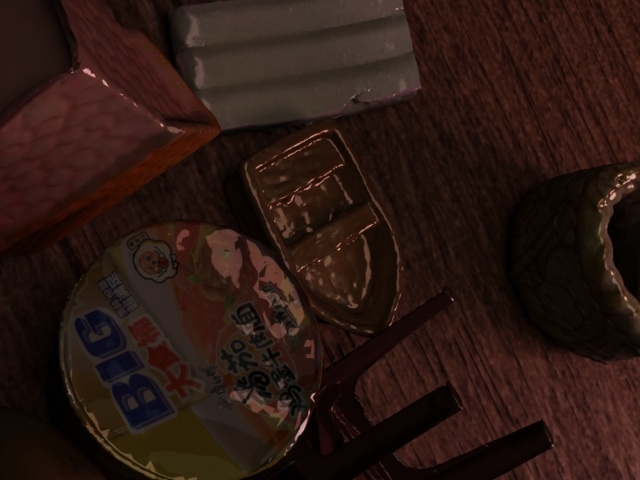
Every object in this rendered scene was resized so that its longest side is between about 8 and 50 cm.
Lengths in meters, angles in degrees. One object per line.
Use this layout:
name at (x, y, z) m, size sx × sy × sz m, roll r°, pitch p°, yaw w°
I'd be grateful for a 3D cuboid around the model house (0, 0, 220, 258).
model house at (-0.229, -0.113, 1.145) m, size 0.237 × 0.202 × 0.237 m, roll 58°, pitch 11°, yaw 30°

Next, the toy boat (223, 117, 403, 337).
toy boat at (0.000, 0.000, 1.322) m, size 0.116 × 0.061 × 0.188 m, roll -29°, pitch 96°, yaw -30°

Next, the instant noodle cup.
instant noodle cup at (-0.114, 0.103, 1.178) m, size 0.205 × 0.153 × 0.205 m, roll 8°, pitch 68°, yaw -19°

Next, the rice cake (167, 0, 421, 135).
rice cake at (-0.020, -0.158, 1.345) m, size 0.237 × 0.043 × 0.127 m, roll -11°, pitch 87°, yaw -29°

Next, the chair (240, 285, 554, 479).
chair at (0.011, 0.213, 1.266) m, size 0.326 × 0.183 × 0.176 m, roll -31°, pitch 101°, yaw 17°

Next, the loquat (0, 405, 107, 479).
loquat at (-0.223, 0.228, 1.100) m, size 0.179 × 0.179 × 0.227 m, roll -19°, pitch 106°, yaw -29°

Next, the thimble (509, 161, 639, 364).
thimble at (0.266, 0.026, 1.413) m, size 0.137 × 0.143 × 0.190 m, roll -20°, pitch 92°, yaw -30°
